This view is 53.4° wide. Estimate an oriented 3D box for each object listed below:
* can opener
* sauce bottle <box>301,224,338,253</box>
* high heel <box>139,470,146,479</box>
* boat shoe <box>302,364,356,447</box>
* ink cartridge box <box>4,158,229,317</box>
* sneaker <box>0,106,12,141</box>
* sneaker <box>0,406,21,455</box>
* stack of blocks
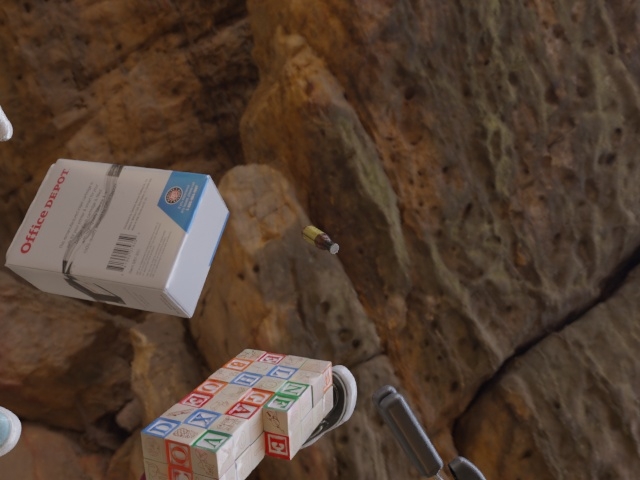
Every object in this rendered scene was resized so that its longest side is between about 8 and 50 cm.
[{"bbox_3d":[0.188,0.361,1.096,0.280,0.093,0.074,54,-9,-13],"label":"can opener"},{"bbox_3d":[0.000,0.000,1.557,0.128,0.042,0.042,35,-26,51],"label":"sauce bottle"},{"bbox_3d":[-0.283,0.576,1.389,0.244,0.117,0.082,23,20,5],"label":"high heel"},{"bbox_3d":[-0.026,0.432,1.554,0.121,0.119,0.335,53,-48,26],"label":"boat shoe"},{"bbox_3d":[-0.349,-0.008,1.119,0.308,0.223,0.129,8,-27,15],"label":"ink cartridge box"},{"bbox_3d":[-0.792,-0.308,1.530,0.152,0.054,0.061,63,-12,8],"label":"sneaker"},{"bbox_3d":[-0.835,0.400,1.340,0.150,0.366,0.135,88,4,-73],"label":"sneaker"},{"bbox_3d":[-0.115,0.278,0.997,0.171,0.297,0.087,5,-73,24],"label":"stack of blocks"}]
